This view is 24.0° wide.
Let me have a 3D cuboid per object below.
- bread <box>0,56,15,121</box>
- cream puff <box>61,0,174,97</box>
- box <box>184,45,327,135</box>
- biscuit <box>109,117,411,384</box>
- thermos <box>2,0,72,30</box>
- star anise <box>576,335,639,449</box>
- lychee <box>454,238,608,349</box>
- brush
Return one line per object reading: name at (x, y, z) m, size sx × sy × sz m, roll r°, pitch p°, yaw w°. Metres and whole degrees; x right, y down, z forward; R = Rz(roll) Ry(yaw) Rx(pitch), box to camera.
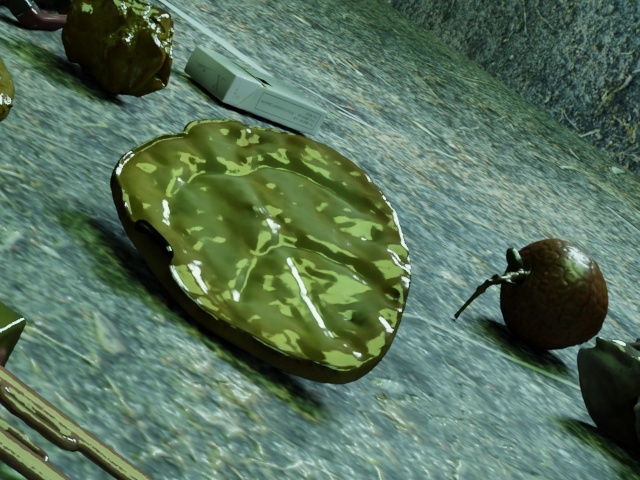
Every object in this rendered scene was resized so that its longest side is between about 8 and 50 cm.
bread at (-0.276, -0.132, 1.094) m, size 0.154 × 0.054 × 0.136 m, roll 37°, pitch 15°, yaw 3°
cream puff at (-0.187, -0.181, 1.411) m, size 0.122 × 0.094 × 0.116 m, roll 11°, pitch -2°, yaw 30°
box at (-0.073, -0.169, 1.709) m, size 0.154 × 0.040 × 0.084 m, roll 18°, pitch 19°, yaw -47°
biscuit at (-0.034, 0.002, 1.021) m, size 0.203 × 0.041 × 0.260 m, roll -2°, pitch 43°, yaw -30°
thermos at (-0.304, -0.283, 1.524) m, size 0.109 × 0.136 × 0.330 m, roll 5°, pitch 7°, yaw 15°
star anise at (0.318, 0.157, 1.237) m, size 0.229 × 0.093 × 0.236 m, roll 23°, pitch 13°, yaw -27°
lychee at (0.207, 0.050, 1.374) m, size 0.101 × 0.114 × 0.140 m, roll 3°, pitch -24°, yaw 32°
brush at (-0.141, 0.070, 0.650) m, size 0.233 × 0.047 × 0.103 m, roll 33°, pitch 13°, yaw 7°
